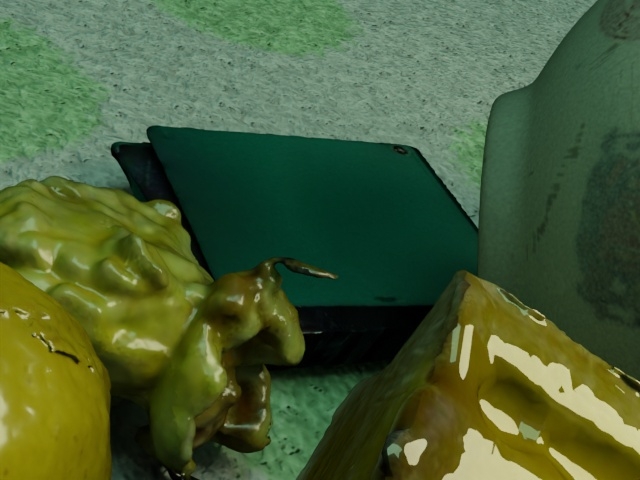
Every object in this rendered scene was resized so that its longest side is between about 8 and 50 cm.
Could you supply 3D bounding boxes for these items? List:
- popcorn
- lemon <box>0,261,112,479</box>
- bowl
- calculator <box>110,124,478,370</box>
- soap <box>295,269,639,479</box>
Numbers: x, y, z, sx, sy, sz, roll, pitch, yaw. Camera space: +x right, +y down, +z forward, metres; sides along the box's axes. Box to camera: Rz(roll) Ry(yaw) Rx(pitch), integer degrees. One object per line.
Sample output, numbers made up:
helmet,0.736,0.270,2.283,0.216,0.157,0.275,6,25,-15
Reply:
popcorn,-0.115,0.044,0.630,0.195,0.174,0.168,31,-8,27
lemon,-0.201,0.102,0.466,0.204,0.204,0.260,36,42,25
bowl,0.206,-0.003,0.706,0.195,0.435,0.435,2,29,14
calculator,0.000,0.000,0.852,0.274,0.058,0.248,-1,39,-30
soap,0.118,0.213,0.415,0.335,0.156,0.293,34,48,-3
